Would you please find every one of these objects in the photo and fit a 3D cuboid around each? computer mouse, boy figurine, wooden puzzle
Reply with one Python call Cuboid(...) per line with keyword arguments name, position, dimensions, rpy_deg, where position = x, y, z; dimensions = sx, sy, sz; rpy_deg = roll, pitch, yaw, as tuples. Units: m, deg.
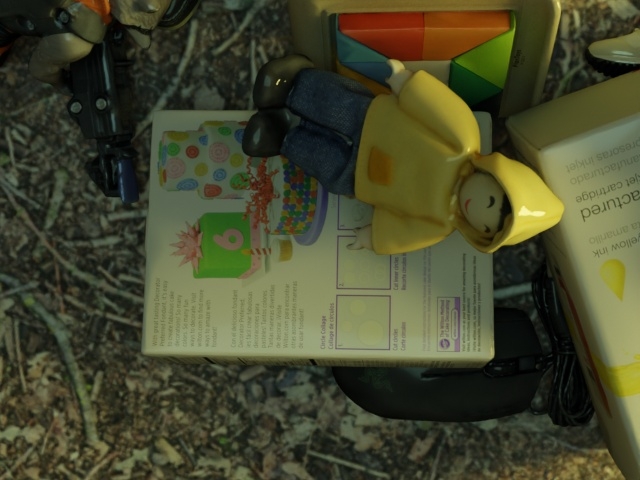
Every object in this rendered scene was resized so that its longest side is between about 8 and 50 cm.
Cuboid(name="computer mouse", position=(0.144, 0.119, 1.221), dimensions=(0.272, 0.072, 0.188), rpy_deg=(-6, 100, 4))
Cuboid(name="boy figurine", position=(0.070, -0.060, 1.040), dimensions=(0.285, 0.092, 0.177), rpy_deg=(29, 115, 25))
Cuboid(name="wooden puzzle", position=(0.091, -0.164, 1.113), dimensions=(0.239, 0.221, 0.044), rpy_deg=(4, 66, 5))

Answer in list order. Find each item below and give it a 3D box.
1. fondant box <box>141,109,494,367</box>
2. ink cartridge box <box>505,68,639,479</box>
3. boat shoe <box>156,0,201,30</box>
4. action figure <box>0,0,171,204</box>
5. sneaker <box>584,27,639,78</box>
Cuboid(name="fondant box", position=(0.000, 0.000, 1.165), dimensions=(0.330, 0.096, 0.238), rpy_deg=(1, 80, 2))
Cuboid(name="ink cartridge box", position=(0.370, 0.029, 1.114), dimensions=(0.279, 0.160, 0.384), rpy_deg=(-20, 106, 3))
Cuboid(name="boat shoe", position=(-0.132, -0.315, 1.165), dimensions=(0.080, 0.073, 0.223), rpy_deg=(21, 100, 0))
Cuboid(name="action figure", position=(-0.287, -0.184, 1.150), dimensions=(0.330, 0.178, 0.341), rpy_deg=(-13, 95, 16))
Cuboid(name="sneaker", position=(0.340, -0.200, 1.173), dimensions=(0.161, 0.057, 0.075), rpy_deg=(1, 83, 5))
